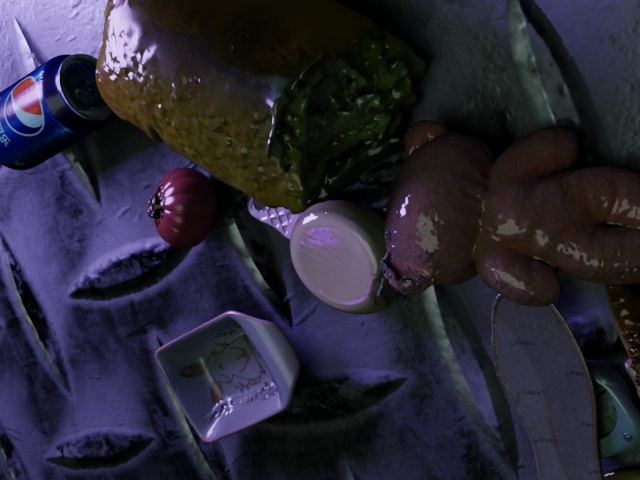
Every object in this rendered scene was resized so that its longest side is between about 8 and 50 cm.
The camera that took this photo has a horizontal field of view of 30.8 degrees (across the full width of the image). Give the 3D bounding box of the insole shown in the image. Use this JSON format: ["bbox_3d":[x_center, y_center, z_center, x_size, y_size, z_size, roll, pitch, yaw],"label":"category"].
[{"bbox_3d":[0.263,0.212,1.301,0.119,0.009,0.348,-3,107,40],"label":"insole"}]

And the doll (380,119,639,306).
[{"bbox_3d":[0.219,-0.015,1.232,0.303,0.156,0.201,9,74,14],"label":"doll"}]

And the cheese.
[{"bbox_3d":[0.000,0.000,1.429,0.227,0.064,0.137,31,121,22],"label":"cheese"}]

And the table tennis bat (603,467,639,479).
[{"bbox_3d":[0.404,0.430,1.315,0.224,0.054,0.368,-23,90,42],"label":"table tennis bat"}]

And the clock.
[{"bbox_3d":[0.300,0.175,1.291,0.101,0.041,0.135,-28,90,43],"label":"clock"}]

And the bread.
[{"bbox_3d":[-0.095,-0.191,1.339,0.376,0.208,0.251,34,121,26],"label":"bread"}]

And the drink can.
[{"bbox_3d":[-0.377,-0.178,1.604,0.205,0.118,0.118,-21,95,39],"label":"drink can"}]

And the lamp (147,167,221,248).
[{"bbox_3d":[-0.179,-0.043,1.526,0.107,0.092,0.107,-179,90,-65],"label":"lamp"}]

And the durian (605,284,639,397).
[{"bbox_3d":[0.352,0.120,1.193,0.224,0.078,0.140,49,141,11],"label":"durian"}]

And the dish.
[{"bbox_3d":[-0.110,0.174,1.585,0.234,0.064,0.154,-29,90,42],"label":"dish"}]
